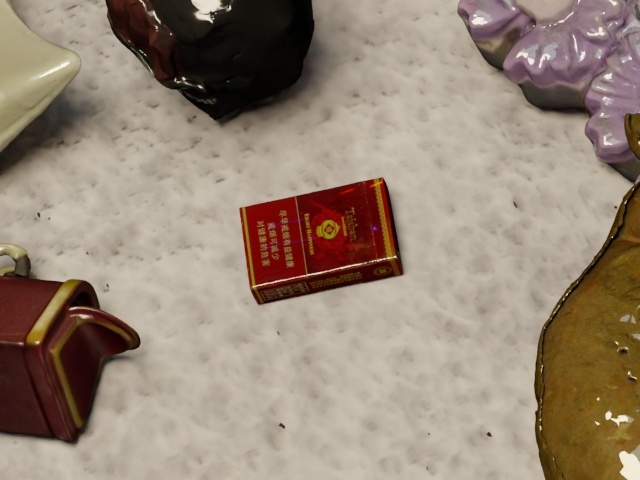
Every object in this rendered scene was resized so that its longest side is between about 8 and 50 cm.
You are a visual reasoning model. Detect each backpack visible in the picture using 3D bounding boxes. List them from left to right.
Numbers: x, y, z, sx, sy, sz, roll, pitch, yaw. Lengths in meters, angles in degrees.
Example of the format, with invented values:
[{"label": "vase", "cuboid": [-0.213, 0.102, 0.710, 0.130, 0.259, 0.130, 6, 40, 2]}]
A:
[{"label": "backpack", "cuboid": [-0.061, -0.130, 1.052, 0.106, 0.165, 0.120, -27, 67, -9]}]

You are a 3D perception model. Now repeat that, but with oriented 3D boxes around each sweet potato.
[{"label": "sweet potato", "cuboid": [0.165, 0.085, 0.944, 0.124, 0.098, 0.310, -11, 68, 4]}]

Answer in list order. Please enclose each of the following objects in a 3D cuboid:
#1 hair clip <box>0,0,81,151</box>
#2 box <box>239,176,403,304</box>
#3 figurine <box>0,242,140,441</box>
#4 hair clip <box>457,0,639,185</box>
[{"label": "hair clip", "cuboid": [-0.280, -0.083, 1.117, 0.282, 0.113, 0.172, -23, 62, -6]}, {"label": "box", "cuboid": [0.000, 0.000, 1.058, 0.082, 0.023, 0.051, -12, 63, 5]}, {"label": "figurine", "cuboid": [-0.168, 0.046, 1.049, 0.154, 0.082, 0.098, 3, 45, 13]}, {"label": "hair clip", "cuboid": [0.157, -0.103, 1.055, 0.106, 0.084, 0.292, -44, 68, 9]}]
